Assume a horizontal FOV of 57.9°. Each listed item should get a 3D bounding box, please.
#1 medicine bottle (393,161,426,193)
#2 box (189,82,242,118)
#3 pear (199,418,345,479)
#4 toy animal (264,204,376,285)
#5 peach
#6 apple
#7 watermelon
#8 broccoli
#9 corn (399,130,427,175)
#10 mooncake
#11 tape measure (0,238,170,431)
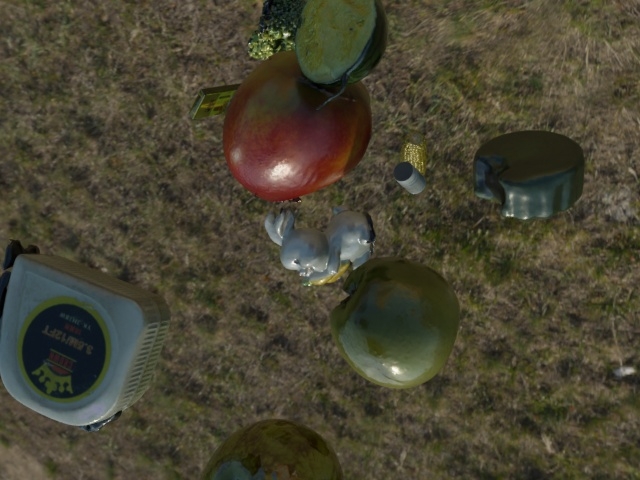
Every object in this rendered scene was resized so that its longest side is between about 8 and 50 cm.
[{"bbox_3d":[0.233,-0.163,1.504,0.058,0.091,0.058,-11,68,28],"label":"medicine bottle"},{"bbox_3d":[-0.327,-0.460,1.902,0.030,0.193,0.121,56,138,11],"label":"box"},{"bbox_3d":[-0.080,0.459,1.043,0.283,0.283,0.284,12,121,20],"label":"pear"},{"bbox_3d":[0.001,0.006,1.707,0.309,0.183,0.247,-10,89,-3],"label":"toy animal"},{"bbox_3d":[-0.058,-0.263,1.388,0.369,0.370,0.370,12,121,20],"label":"peach"},{"bbox_3d":[0.171,0.185,1.305,0.257,0.233,0.295,29,89,-14],"label":"apple"},{"bbox_3d":[0.055,-0.397,1.154,0.204,0.127,0.232,-33,65,32],"label":"watermelon"},{"bbox_3d":[-0.104,-0.613,1.745,0.180,0.242,0.273,28,147,-5],"label":"broccoli"},{"bbox_3d":[0.301,-0.266,1.875,0.091,0.260,0.091,-26,70,-5],"label":"corn"},{"bbox_3d":[0.675,-0.213,1.885,0.351,0.351,0.187,1,126,25],"label":"mooncake"},{"bbox_3d":[-0.386,0.154,0.889,0.271,0.133,0.232,21,91,9],"label":"tape measure"}]
